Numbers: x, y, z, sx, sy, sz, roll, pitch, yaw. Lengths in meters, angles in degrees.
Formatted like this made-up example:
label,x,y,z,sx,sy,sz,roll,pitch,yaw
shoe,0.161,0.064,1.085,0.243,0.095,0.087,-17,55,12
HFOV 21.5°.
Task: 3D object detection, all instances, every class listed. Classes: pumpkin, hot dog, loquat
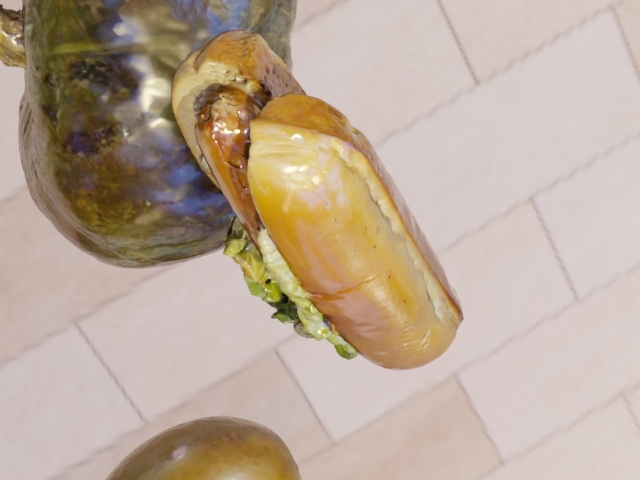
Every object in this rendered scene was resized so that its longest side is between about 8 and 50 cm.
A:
label,x,y,z,sx,sy,sz,roll,pitch,yaw
pumpkin,-0.139,-0.103,1.189,0.242,0.232,0.325,4,145,-6
hot dog,0.000,0.000,1.017,0.100,0.135,0.337,-44,151,-5
loquat,-0.120,0.261,1.543,0.227,0.179,0.179,-34,126,-21
